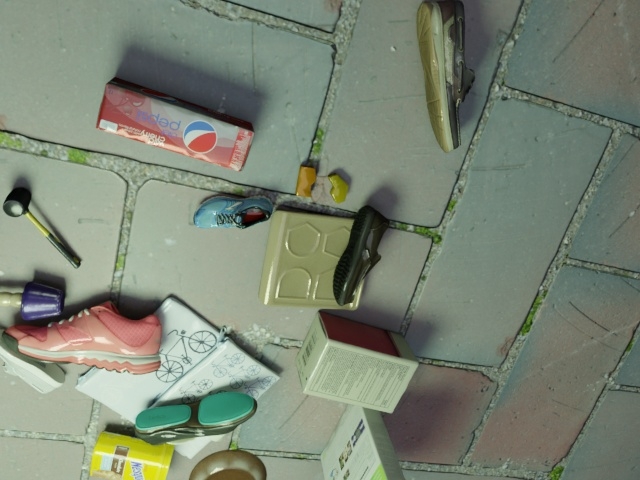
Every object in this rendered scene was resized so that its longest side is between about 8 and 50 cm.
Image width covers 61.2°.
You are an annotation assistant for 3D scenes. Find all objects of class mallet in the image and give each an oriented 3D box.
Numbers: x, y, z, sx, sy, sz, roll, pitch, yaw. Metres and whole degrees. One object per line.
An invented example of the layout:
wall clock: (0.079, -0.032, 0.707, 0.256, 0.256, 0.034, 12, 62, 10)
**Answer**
mallet: (-0.530, -0.022, 1.045, 0.039, 0.062, 0.190, -28, 130, 3)

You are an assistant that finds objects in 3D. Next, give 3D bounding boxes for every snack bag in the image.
snack bag: (-0.318, 0.320, 1.232, 0.323, 0.037, 0.342, -42, 114, 8)

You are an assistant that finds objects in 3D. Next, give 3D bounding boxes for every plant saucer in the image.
plant saucer: (-0.235, 0.622, 1.380, 0.198, 0.036, 0.199, -4, 114, -9)

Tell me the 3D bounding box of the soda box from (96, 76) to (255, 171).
soda box: (-0.257, -0.209, 0.983, 0.263, 0.092, 0.084, 16, 108, -17)

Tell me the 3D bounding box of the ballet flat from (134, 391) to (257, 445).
ballet flat: (-0.272, 0.405, 1.216, 0.280, 0.095, 0.096, -8, 126, 4)

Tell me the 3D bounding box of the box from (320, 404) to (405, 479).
box: (0.090, 0.538, 1.252, 0.058, 0.322, 0.232, 20, 108, -15)

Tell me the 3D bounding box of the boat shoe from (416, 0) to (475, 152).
boat shoe: (0.251, -0.313, 1.041, 0.092, 0.103, 0.285, -13, 109, 0)

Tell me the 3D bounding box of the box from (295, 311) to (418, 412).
box: (0.079, 0.280, 1.246, 0.232, 0.127, 0.149, 18, 108, -19)

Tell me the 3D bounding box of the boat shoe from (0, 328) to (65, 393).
boat shoe: (-0.625, 0.257, 1.131, 0.063, 0.066, 0.184, -37, 125, 5)

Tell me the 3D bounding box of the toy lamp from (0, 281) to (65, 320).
toy lamp: (-0.648, 0.114, 1.052, 0.274, 0.080, 0.080, 4, 112, -12)

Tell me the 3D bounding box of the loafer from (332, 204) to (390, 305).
loafer: (0.091, 0.040, 1.132, 0.078, 0.080, 0.220, 16, 102, -19)

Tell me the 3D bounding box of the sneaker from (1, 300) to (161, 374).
sneaker: (-0.478, 0.187, 1.118, 0.313, 0.116, 0.136, 10, 83, -8)

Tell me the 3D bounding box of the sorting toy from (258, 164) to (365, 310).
sorting toy: (0.000, 0.000, 1.162, 0.229, 0.041, 0.307, 7, 105, -17)

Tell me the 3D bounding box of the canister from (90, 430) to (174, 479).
canister: (-0.435, 0.509, 1.253, 0.169, 0.073, 0.126, 15, 123, -9)

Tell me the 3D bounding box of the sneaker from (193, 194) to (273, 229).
sneaker: (-0.173, -0.053, 1.079, 0.162, 0.073, 0.063, -11, 115, -7)
